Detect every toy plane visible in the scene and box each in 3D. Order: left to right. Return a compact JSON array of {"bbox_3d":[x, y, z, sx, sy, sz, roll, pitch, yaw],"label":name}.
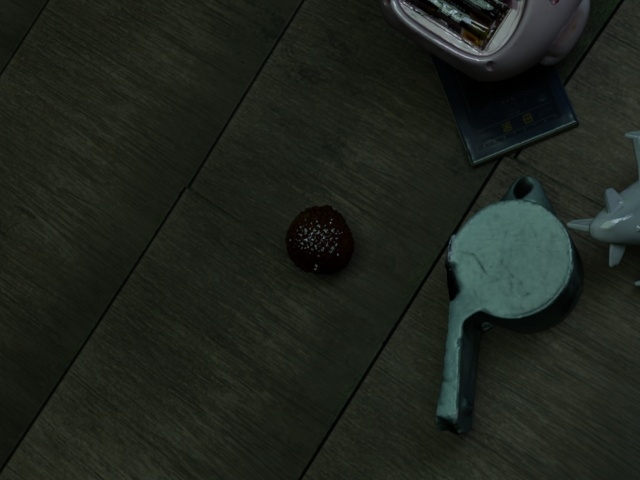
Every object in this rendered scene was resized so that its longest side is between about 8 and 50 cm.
[{"bbox_3d":[0.492,-0.047,1.650,0.117,0.245,0.244,12,81,51],"label":"toy plane"}]

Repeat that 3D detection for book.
[{"bbox_3d":[0.303,-0.279,1.857,0.191,0.025,0.269,-22,71,13],"label":"book"}]

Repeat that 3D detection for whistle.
[{"bbox_3d":[0.265,0.100,1.707,0.188,0.168,0.404,38,92,22],"label":"whistle"}]

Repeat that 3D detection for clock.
[{"bbox_3d":[0.273,-0.450,1.703,0.368,0.250,0.376,33,106,5],"label":"clock"}]

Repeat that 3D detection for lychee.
[{"bbox_3d":[-0.003,-0.001,1.852,0.123,0.123,0.129,-25,58,13],"label":"lychee"}]
